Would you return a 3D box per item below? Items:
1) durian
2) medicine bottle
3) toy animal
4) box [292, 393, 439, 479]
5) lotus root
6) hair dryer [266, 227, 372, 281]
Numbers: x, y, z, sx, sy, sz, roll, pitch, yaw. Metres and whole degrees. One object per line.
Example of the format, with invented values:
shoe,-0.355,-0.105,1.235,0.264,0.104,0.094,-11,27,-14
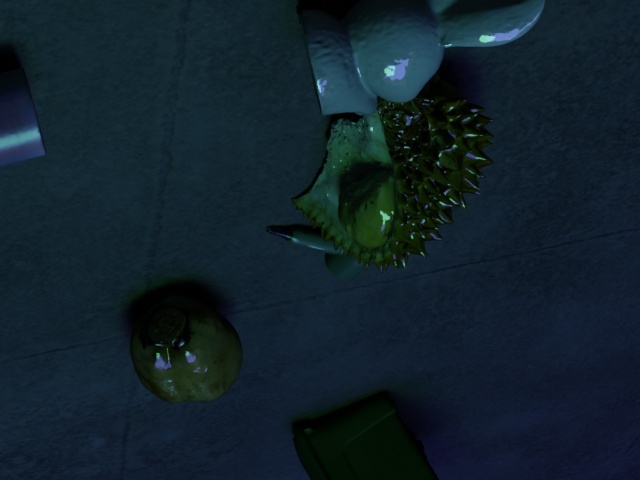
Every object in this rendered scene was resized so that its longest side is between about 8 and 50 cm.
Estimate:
durian,0.085,-0.080,1.681,0.172,0.166,0.306,-47,172,-21
medicine bottle,-0.339,-0.090,1.397,0.188,0.094,0.119,-15,155,-9
toy animal,0.092,-0.191,1.487,0.220,0.104,0.131,-18,152,-2
box,0.105,0.385,2.458,0.177,0.253,0.329,-33,154,-3
lotus root,-0.159,0.138,1.933,0.125,0.118,0.221,10,160,13
hair dryer,0.000,0.000,1.874,0.150,0.047,0.071,15,137,-33
